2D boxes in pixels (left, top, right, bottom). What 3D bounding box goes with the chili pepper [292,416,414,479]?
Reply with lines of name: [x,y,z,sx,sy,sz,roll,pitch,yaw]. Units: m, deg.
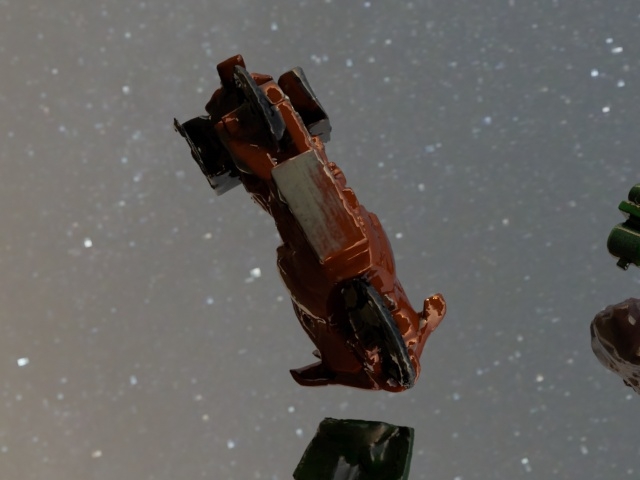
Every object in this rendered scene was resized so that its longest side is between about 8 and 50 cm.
chili pepper: [-0.001,0.254,0.971,0.099,0.253,0.083,26,-18,3]

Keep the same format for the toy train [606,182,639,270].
toy train: [0.414,0.014,1.293,0.251,0.119,0.085,29,-9,47]

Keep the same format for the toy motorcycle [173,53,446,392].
toy motorcycle: [0.000,0.000,1.049,0.325,0.148,0.221,61,-8,20]

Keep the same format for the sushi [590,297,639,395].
sushi: [0.260,0.048,0.573,0.241,0.161,0.107,33,-9,0]
